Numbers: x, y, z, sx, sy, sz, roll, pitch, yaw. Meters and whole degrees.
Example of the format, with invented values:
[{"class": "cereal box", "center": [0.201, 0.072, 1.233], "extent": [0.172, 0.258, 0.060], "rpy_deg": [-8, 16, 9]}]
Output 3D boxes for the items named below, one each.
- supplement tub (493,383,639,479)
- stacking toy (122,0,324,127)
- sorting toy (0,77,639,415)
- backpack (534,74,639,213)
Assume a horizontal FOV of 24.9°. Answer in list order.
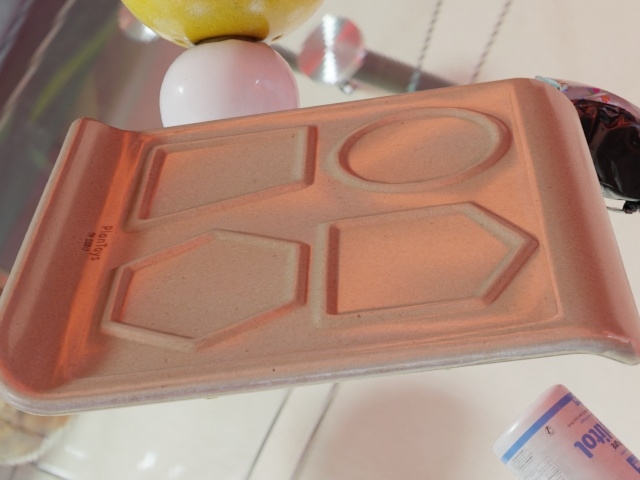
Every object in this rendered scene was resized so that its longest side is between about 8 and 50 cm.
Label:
[{"class": "supplement tub", "center": [0.180, 0.160, 1.013], "extent": [0.107, 0.071, 0.071], "rpy_deg": [45, 96, 14]}, {"class": "stacking toy", "center": [-0.076, -0.283, 1.227], "extent": [0.351, 0.351, 0.479], "rpy_deg": [-10, 83, 29]}, {"class": "sorting toy", "center": [0.000, 0.000, 0.527], "extent": [0.208, 0.038, 0.193], "rpy_deg": [-3, 30, 4]}, {"class": "backpack", "center": [0.268, -0.107, 1.511], "extent": [0.115, 0.152, 0.182], "rpy_deg": [-62, 16, 6]}]
